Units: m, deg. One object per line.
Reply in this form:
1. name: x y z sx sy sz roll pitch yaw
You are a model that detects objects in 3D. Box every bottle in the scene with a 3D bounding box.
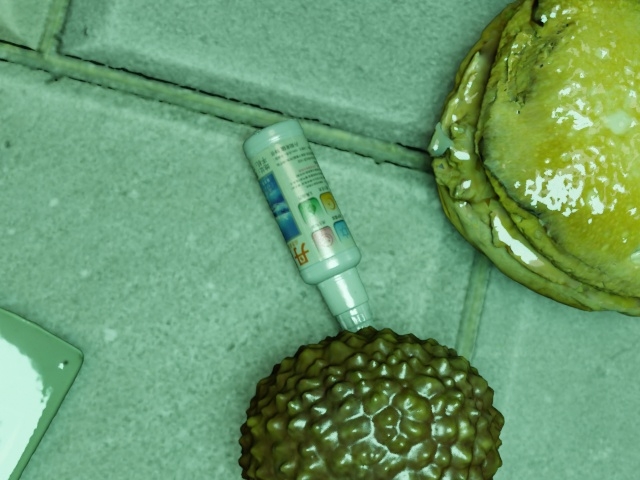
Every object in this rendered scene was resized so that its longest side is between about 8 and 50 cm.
1. bottle: 0.000 0.000 0.644 0.060 0.060 0.217 -25 85 -8

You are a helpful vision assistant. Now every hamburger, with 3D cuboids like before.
1. hamburger: 0.253 -0.084 0.624 0.314 0.170 0.290 18 79 -2

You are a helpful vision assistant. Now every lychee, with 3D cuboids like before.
1. lychee: 0.031 0.165 0.562 0.238 0.200 0.200 -35 87 33

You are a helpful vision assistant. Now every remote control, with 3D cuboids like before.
1. remote control: -0.302 0.187 0.558 0.123 0.038 0.285 31 68 -20
